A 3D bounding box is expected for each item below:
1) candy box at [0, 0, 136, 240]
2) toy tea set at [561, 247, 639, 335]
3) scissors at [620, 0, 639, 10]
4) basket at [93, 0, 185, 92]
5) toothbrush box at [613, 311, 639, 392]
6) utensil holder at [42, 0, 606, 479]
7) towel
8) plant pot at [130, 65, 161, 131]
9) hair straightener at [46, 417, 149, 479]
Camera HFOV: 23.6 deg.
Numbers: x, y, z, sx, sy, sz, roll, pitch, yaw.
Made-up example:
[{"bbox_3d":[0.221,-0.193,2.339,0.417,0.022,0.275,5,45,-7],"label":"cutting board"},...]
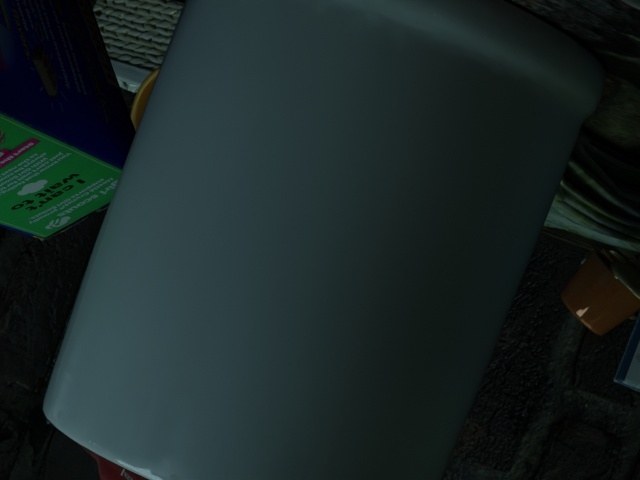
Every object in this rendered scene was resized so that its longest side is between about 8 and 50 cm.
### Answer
[{"bbox_3d":[-0.273,-0.164,1.137,0.122,0.268,0.317,-25,164,14],"label":"candy box"},{"bbox_3d":[0.366,0.061,1.608,0.200,0.124,0.336,46,-167,11],"label":"toy tea set"},{"bbox_3d":[0.116,-0.158,0.724,0.297,0.021,0.109,22,-179,-39],"label":"scissors"},{"bbox_3d":[-0.171,-0.208,1.681,0.167,0.103,0.113,21,180,36],"label":"basket"},{"bbox_3d":[0.330,0.032,1.123,0.126,0.216,0.295,21,-179,22],"label":"toothbrush box"},{"bbox_3d":[0.000,0.000,1.161,0.328,0.385,0.327,20,180,0],"label":"utensil holder"},{"bbox_3d":[0.217,-0.071,1.662,0.321,0.090,0.374,22,179,-39],"label":"towel"},{"bbox_3d":[-0.059,-0.111,1.575,0.205,0.205,0.188,20,-147,33],"label":"plant pot"},{"bbox_3d":[-0.149,0.176,1.213,0.089,0.047,0.230,21,179,-40],"label":"hair straightener"}]
